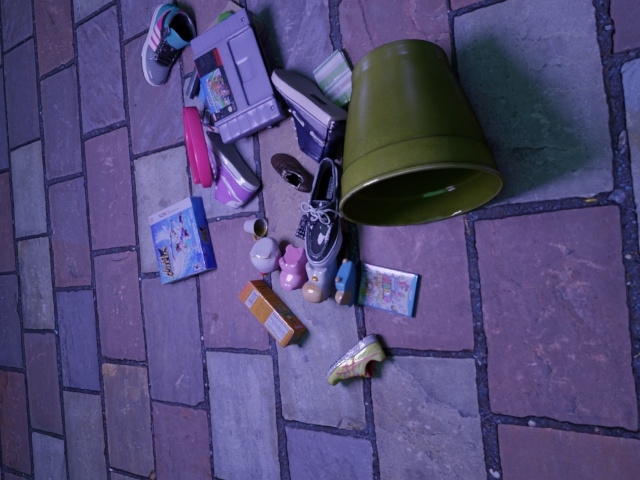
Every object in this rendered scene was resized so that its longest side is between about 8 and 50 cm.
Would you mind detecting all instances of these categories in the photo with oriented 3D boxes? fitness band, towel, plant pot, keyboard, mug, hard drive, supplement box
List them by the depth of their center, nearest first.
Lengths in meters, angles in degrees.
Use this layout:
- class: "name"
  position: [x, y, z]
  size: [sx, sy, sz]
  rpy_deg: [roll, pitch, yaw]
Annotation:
- class: "plant pot"
  position: [0.208, -0.256, 1.124]
  size: [0.367, 0.367, 0.352]
  rpy_deg: [-16, 72, 32]
- class: "towel"
  position: [0.050, -0.462, 1.391]
  size: [0.113, 0.023, 0.152]
  rpy_deg: [-34, 76, 31]
- class: "keyboard"
  position: [0.000, 0.000, 1.435]
  size: [0.180, 0.023, 0.108]
  rpy_deg: [26, 105, 31]
- class: "supplement box"
  position: [-0.153, 0.228, 1.509]
  size: [0.233, 0.078, 0.080]
  rpy_deg: [46, 111, 23]
- class: "mug"
  position: [-0.217, -0.037, 1.554]
  size: [0.064, 0.062, 0.078]
  rpy_deg: [6, 88, 41]
- class: "fitness band"
  position: [-0.410, -0.309, 1.593]
  size: [0.209, 0.054, 0.290]
  rpy_deg: [112, 143, -57]
- class: "hard drive"
  position: [-0.438, -0.570, 1.676]
  size: [0.135, 0.022, 0.094]
  rpy_deg: [-65, 28, 16]

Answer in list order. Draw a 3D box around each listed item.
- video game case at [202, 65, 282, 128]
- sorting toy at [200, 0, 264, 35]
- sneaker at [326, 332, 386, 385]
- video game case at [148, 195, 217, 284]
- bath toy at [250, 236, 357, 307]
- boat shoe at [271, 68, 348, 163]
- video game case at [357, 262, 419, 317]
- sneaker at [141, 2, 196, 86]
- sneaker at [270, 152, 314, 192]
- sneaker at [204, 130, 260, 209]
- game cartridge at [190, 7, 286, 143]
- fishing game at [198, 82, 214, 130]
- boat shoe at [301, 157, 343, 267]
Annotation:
- class: "video game case"
  position: [-0.260, -0.466, 1.555]
  size: [0.274, 0.026, 0.195]
  rpy_deg: [8, 90, 24]
- class: "sorting toy"
  position: [-0.311, -0.676, 1.576]
  size: [0.193, 0.038, 0.208]
  rpy_deg: [42, 95, 25]
- class: "sneaker"
  position: [0.100, 0.358, 1.347]
  size: [0.208, 0.081, 0.094]
  rpy_deg: [-48, 69, 24]
- class: "video game case"
  position: [-0.509, 0.004, 1.743]
  size: [0.244, 0.061, 0.269]
  rpy_deg: [-19, 81, 33]
- class: "bath toy"
  position: [-0.058, 0.096, 1.420]
  size: [0.348, 0.129, 0.151]
  rpy_deg: [17, 64, 29]
- class: "boat shoe"
  position: [-0.052, -0.364, 1.404]
  size: [0.340, 0.127, 0.158]
  rpy_deg: [50, 133, 33]
- class: "video game case"
  position: [0.185, 0.136, 1.323]
  size: [0.166, 0.015, 0.119]
  rpy_deg: [11, 97, 32]
- class: "sneaker"
  position: [-0.534, -0.694, 1.706]
  size: [0.178, 0.124, 0.295]
  rpy_deg: [23, 103, 40]
- class: "sneaker"
  position: [-0.096, -0.213, 1.460]
  size: [0.188, 0.071, 0.066]
  rpy_deg: [39, 111, 26]
- class: "sneaker"
  position: [-0.336, -0.228, 1.602]
  size: [0.161, 0.102, 0.282]
  rpy_deg: [-46, 68, 29]
- class: "game cartridge"
  position: [-0.266, -0.506, 1.492]
  size: [0.230, 0.068, 0.354]
  rpy_deg: [-20, 87, 19]
- class: "fishing game"
  position: [-0.337, -0.512, 1.628]
  size: [0.189, 0.041, 0.264]
  rpy_deg: [40, 103, 24]
- class: "boat shoe"
  position: [0.009, -0.080, 1.328]
  size: [0.113, 0.105, 0.306]
  rpy_deg: [10, 79, 28]
